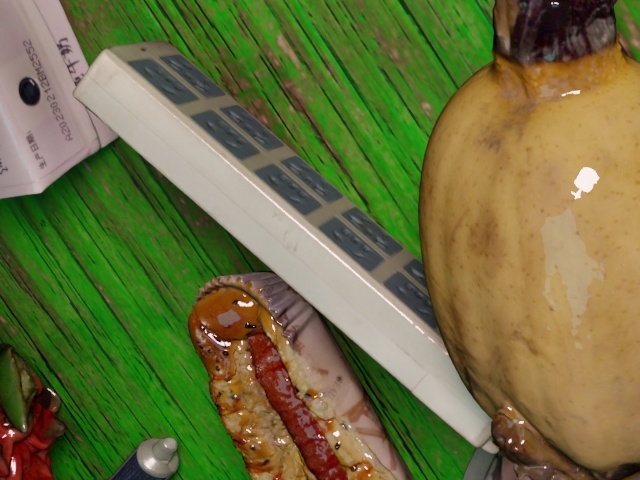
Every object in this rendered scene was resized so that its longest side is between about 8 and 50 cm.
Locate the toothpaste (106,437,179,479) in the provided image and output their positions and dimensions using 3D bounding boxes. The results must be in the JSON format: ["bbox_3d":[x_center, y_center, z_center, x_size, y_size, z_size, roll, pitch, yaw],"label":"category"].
[{"bbox_3d":[-0.161,0.210,1.301,0.057,0.035,0.197,48,139,7],"label":"toothpaste"}]

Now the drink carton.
[{"bbox_3d":[-0.271,-0.101,1.118,0.222,0.102,0.134,-5,115,39],"label":"drink carton"}]

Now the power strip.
[{"bbox_3d":[0.000,0.000,0.980,0.367,0.106,0.043,41,109,5],"label":"power strip"}]

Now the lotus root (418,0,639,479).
[{"bbox_3d":[0.137,-0.016,0.821,0.182,0.183,0.310,4,122,35],"label":"lotus root"}]

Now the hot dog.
[{"bbox_3d":[-0.012,0.130,1.109,0.131,0.069,0.253,-15,109,43],"label":"hot dog"}]

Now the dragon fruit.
[{"bbox_3d":[-0.348,0.192,1.269,0.234,0.293,0.234,48,180,1],"label":"dragon fruit"}]

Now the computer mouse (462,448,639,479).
[{"bbox_3d":[0.155,0.273,1.056,0.199,0.115,0.389,24,131,25],"label":"computer mouse"}]
